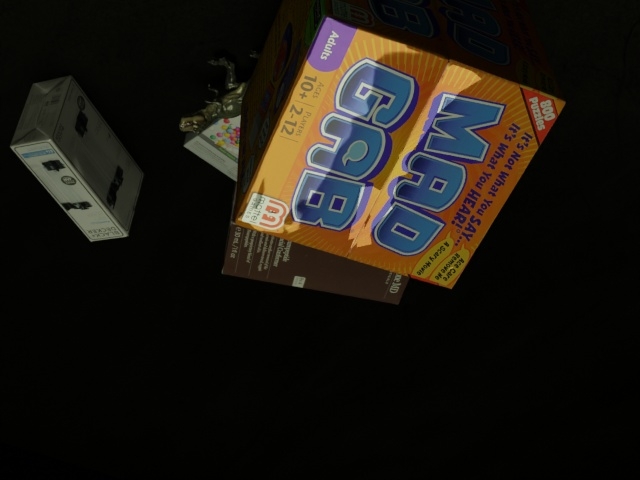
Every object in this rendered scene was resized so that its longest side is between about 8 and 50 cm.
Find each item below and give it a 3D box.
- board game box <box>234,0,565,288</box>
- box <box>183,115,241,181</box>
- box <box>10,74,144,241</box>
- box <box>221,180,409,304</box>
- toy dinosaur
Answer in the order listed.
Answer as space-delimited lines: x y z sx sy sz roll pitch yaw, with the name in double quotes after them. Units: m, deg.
0.098 -0.210 1.634 0.357 0.356 0.356 17 125 -15 "board game box"
-0.144 -0.193 2.034 0.145 0.038 0.186 34 134 -31 "box"
-0.451 -0.149 2.033 0.087 0.169 0.290 -9 142 20 "box"
0.000 0.000 2.189 0.382 0.143 0.191 8 143 -5 "box"
-0.129 -0.273 1.895 0.268 0.064 0.118 -16 118 0 "toy dinosaur"
